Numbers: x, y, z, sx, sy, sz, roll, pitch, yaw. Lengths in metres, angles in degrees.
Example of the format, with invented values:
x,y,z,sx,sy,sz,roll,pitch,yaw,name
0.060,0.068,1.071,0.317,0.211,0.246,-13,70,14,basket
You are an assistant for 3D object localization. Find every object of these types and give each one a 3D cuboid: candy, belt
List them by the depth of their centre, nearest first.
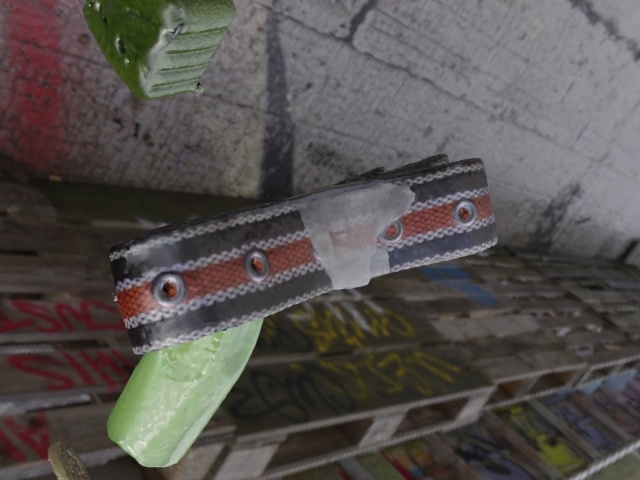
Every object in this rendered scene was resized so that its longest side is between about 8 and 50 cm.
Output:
x,y,z,sx,sy,sz,roll,pitch,yaw,name
0.000,0.000,0.668,0.360,0.126,0.094,-18,100,-36,belt
-0.218,0.213,1.298,0.132,0.142,0.343,11,119,-44,candy

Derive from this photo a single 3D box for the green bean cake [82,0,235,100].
x,y,z,sx,sy,sz,roll,pitch,yaw,name
-0.295,-0.402,1.421,0.156,0.246,0.250,-19,161,-42,green bean cake

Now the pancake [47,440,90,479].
x,y,z,sx,sy,sz,roll,pitch,yaw,name
-0.416,0.405,1.372,0.025,0.151,0.151,-32,146,-11,pancake
